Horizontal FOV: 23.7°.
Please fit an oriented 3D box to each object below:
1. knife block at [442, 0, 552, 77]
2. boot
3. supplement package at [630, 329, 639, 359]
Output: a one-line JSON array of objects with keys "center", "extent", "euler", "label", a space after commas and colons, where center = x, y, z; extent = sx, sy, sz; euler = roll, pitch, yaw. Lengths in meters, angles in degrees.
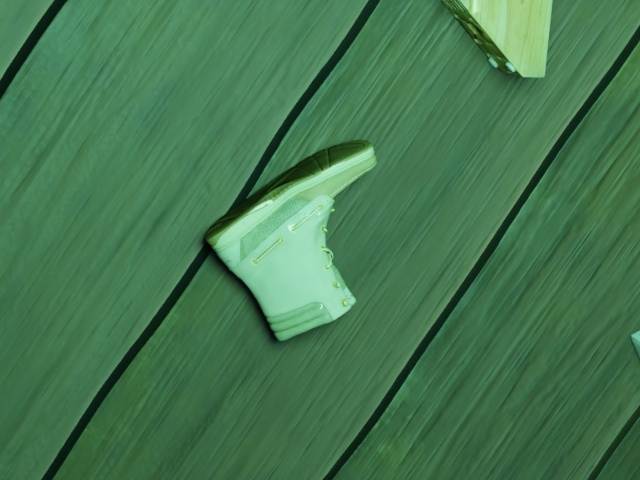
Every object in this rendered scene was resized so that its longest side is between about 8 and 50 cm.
[{"center": [0.221, -0.351, 1.682], "extent": [0.242, 0.088, 0.276], "euler": [-42, 107, 0], "label": "knife block"}, {"center": [0.000, 0.000, 1.717], "extent": [0.213, 0.077, 0.165], "euler": [-33, 106, 2], "label": "boot"}, {"center": [0.551, 0.160, 1.808], "extent": [0.262, 0.198, 0.199], "euler": [-27, 106, -5], "label": "supplement package"}]
